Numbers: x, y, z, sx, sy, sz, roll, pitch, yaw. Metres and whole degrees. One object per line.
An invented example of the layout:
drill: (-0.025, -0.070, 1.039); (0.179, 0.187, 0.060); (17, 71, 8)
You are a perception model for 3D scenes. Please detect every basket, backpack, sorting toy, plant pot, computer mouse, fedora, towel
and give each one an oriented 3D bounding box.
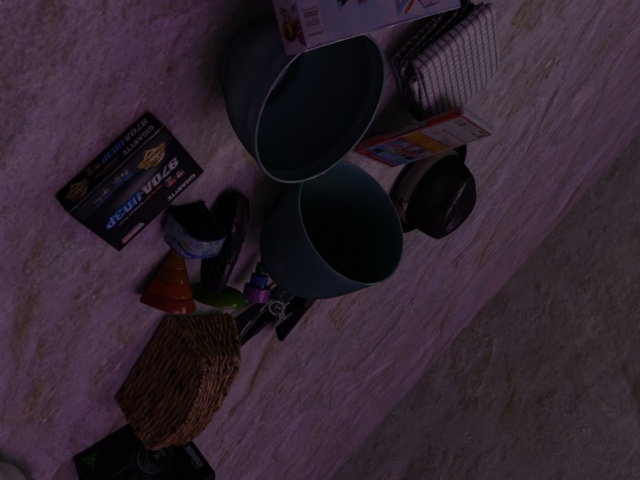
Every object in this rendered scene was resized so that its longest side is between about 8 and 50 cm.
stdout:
basket: (-0.299, 0.342, 1.831); (0.223, 0.213, 0.299); (6, 123, -56)
backpack: (-0.250, -0.012, 1.534); (0.105, 0.114, 0.084); (-14, 138, -47)
sorting toy: (-0.236, 0.080, 1.717); (0.365, 0.127, 0.126); (0, 104, -52)
plant pot: (-0.057, -0.276, 1.356); (0.293, 0.196, 0.293); (-33, 146, -26)
computer mouse: (-0.042, 0.154, 2.108); (0.262, 0.060, 0.184); (-53, 178, 36)
fedora: (0.344, -0.122, 2.165); (0.334, 0.152, 0.334); (-34, 150, -22)
plant pot: (0.000, 0.000, 1.725); (0.293, 0.293, 0.235); (-15, 169, -44)
towel: (0.283, -0.407, 1.747); (0.235, 0.121, 0.284); (-43, 154, -2)

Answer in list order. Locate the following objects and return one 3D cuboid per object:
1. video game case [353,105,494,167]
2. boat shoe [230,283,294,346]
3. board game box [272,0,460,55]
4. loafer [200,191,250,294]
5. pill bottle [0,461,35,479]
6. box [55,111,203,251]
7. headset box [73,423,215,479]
video game case: (0.248, -0.241, 1.832); (0.285, 0.025, 0.204); (-16, 166, 29)
boat shoe: (-0.136, 0.182, 1.987); (0.254, 0.079, 0.095); (-33, 148, -25)
board game box: (0.051, -0.477, 1.171); (0.318, 0.066, 0.319); (-23, 107, -29)
loafer: (-0.195, 0.008, 1.627); (0.078, 0.076, 0.223); (5, 101, -64)
pill bottle: (-0.690, 0.571, 1.664); (0.152, 0.152, 0.272); (-37, 152, -17)
box: (-0.334, -0.101, 1.368); (0.220, 0.051, 0.175); (-44, 152, -5)
headset box: (-0.449, 0.599, 1.935); (0.283, 0.246, 0.131); (-28, 148, -29)
